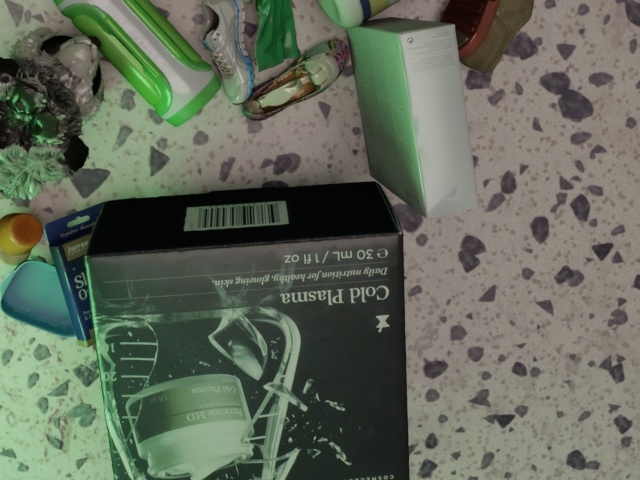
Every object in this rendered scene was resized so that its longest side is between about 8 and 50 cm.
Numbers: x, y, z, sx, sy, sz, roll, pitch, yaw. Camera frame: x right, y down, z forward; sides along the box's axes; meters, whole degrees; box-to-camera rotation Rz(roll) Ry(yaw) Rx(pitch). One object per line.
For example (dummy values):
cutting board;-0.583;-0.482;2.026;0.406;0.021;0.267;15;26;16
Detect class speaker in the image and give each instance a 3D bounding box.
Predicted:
speaker;-0.303;-0.332;1.731;0.131;0.131;0.296;-43;108;1

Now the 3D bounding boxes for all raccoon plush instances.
raccoon plush;-0.538;-0.187;1.663;0.446;0.299;0.216;-22;114;6

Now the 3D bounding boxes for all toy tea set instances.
toy tea set;-0.623;-0.080;1.754;0.200;0.124;0.336;-43;106;-30

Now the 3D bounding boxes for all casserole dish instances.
casserole dish;-0.473;0.098;1.825;0.188;0.037;0.114;27;95;-35

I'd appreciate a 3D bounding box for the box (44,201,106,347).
box;-0.389;0.057;1.822;0.136;0.036;0.225;-26;109;-38

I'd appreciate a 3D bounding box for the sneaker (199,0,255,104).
sneaker;-0.168;-0.323;1.777;0.083;0.071;0.190;-18;102;-44

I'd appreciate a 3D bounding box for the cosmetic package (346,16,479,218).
cosmetic package;0.143;-0.216;1.719;0.097;0.377;0.284;-10;106;-8

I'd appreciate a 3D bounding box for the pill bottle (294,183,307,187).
pill bottle;0.000;0.000;1.882;0.108;0.108;0.193;-46;107;2

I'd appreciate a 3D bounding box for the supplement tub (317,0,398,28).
supplement tub;0.118;-0.518;1.720;0.316;0.228;0.228;-31;107;-3

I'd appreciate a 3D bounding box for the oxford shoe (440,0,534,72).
oxford shoe;0.333;-0.464;1.856;0.130;0.123;0.348;26;96;-43

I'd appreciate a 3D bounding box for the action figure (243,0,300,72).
action figure;-0.087;-0.413;1.755;0.063;0.137;0.232;9;117;24

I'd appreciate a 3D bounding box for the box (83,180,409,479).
box;-0.109;0.178;1.722;0.480;0.297;0.471;-5;110;-3

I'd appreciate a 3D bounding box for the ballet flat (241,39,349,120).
ballet flat;-0.038;-0.274;1.824;0.221;0.079;0.077;-31;109;-3
